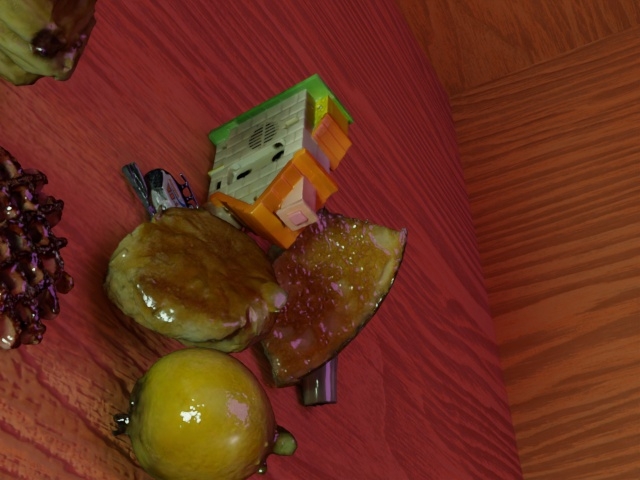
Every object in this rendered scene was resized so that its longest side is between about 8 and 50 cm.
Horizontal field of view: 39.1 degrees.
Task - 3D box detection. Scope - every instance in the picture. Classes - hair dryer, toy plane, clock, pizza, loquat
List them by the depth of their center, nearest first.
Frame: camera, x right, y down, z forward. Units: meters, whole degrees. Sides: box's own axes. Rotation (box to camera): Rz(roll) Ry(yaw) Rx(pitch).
[{"bbox_3d":[-0.125,0.207,1.014,0.204,0.172,0.149,21,41,-3],"label":"loquat"},{"bbox_3d":[-0.200,-0.021,1.227,0.078,0.053,0.197,-37,106,-61],"label":"toy plane"},{"bbox_3d":[-0.070,-0.096,1.370,0.106,0.219,0.255,46,32,-36],"label":"clock"},{"bbox_3d":[-0.015,0.064,1.419,0.223,0.323,0.089,42,-12,-8],"label":"pizza"},{"bbox_3d":[0.010,0.163,1.568,0.298,0.119,0.296,66,23,-53],"label":"hair dryer"}]

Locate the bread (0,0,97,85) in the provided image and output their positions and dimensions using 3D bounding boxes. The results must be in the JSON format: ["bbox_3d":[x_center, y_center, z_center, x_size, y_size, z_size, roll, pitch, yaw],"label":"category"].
[{"bbox_3d":[-0.357,-0.374,0.920,0.370,0.191,0.314,64,26,-49],"label":"bread"}]

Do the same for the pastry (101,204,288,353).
[{"bbox_3d":[-0.154,0.045,1.100,0.218,0.100,0.229,13,38,-24],"label":"pastry"}]

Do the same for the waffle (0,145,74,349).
[{"bbox_3d":[-0.327,-0.007,0.874,0.221,0.055,0.234,43,29,-49],"label":"waffle"}]
